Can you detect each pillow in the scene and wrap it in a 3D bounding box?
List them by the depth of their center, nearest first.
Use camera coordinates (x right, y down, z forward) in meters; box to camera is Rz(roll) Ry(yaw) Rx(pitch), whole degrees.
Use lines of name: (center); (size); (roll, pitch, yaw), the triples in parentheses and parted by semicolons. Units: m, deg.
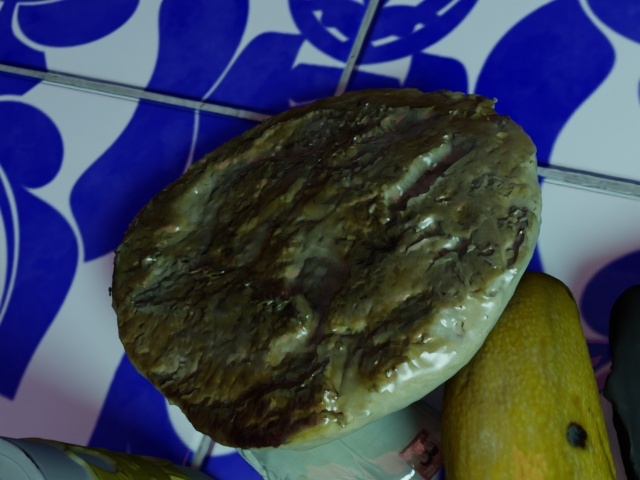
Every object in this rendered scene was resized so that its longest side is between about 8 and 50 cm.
pillow: (-0.014, 0.120, 0.657); (0.229, 0.051, 0.128); (39, 86, 27)

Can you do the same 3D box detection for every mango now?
mango: (0.130, 0.132, 0.555); (0.109, 0.157, 0.262); (-13, 49, 19)

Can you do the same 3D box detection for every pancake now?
pancake: (-0.001, -0.001, 0.636); (0.356, 0.065, 0.356); (-22, 40, 19)

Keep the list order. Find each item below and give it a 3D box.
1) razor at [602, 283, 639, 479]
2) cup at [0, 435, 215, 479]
razor: (0.354, 0.097, 0.520); (0.349, 0.113, 0.204); (-9, 68, 13)
cup: (-0.142, 0.231, 0.551); (0.241, 0.226, 0.185); (22, 76, 32)
